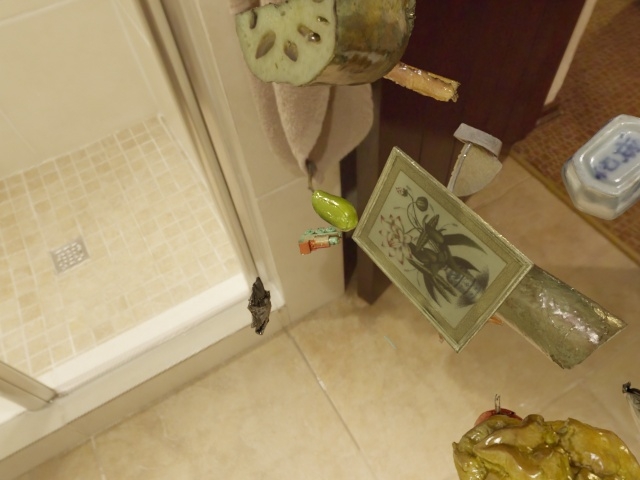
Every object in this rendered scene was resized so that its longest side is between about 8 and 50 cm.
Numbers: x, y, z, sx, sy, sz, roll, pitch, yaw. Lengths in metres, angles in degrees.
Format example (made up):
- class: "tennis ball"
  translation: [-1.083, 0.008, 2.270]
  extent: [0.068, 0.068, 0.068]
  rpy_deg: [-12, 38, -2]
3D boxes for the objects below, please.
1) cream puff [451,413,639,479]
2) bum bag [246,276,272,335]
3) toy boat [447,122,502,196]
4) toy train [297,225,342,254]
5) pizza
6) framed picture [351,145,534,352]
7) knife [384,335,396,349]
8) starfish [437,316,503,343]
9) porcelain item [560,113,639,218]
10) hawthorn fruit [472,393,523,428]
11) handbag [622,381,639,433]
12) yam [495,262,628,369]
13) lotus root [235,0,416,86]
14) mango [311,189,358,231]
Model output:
- class: "cream puff"
  translation: [0.418, 0.451, 0.895]
  extent: [0.257, 0.324, 0.291]
  rpy_deg: [38, 79, 1]
- class: "bum bag"
  translation: [-0.201, 0.223, 1.554]
  extent: [0.060, 0.248, 0.123]
  rpy_deg: [14, 59, 7]
- class: "toy boat"
  translation: [0.644, -0.329, 1.933]
  extent: [0.276, 0.293, 0.111]
  rpy_deg: [-1, 16, -26]
- class: "toy train"
  translation: [0.000, 0.000, 1.928]
  extent: [0.176, 0.074, 0.118]
  rpy_deg: [-5, 31, 12]
- class: "pizza"
  translation: [0.279, -0.568, 1.590]
  extent: [0.392, 0.080, 0.435]
  rpy_deg: [23, 19, 5]
- class: "framed picture"
  translation: [0.139, 0.011, 0.602]
  extent: [0.010, 0.173, 0.231]
  rpy_deg: [-16, 51, -37]
- class: "knife"
  translation: [0.232, 0.339, 1.537]
  extent: [0.005, 0.014, 0.091]
  rpy_deg: [-33, 19, -5]
- class: "starfish"
  translation: [0.385, 0.186, 1.406]
  extent: [0.084, 0.302, 0.293]
  rpy_deg: [-41, 104, -45]
- class: "porcelain item"
  translation: [0.713, -0.172, 1.122]
  extent: [0.242, 0.405, 0.178]
  rpy_deg: [-47, 65, 21]
- class: "hawthorn fruit"
  translation: [0.558, 0.610, 1.416]
  extent: [0.212, 0.211, 0.298]
  rpy_deg: [-16, 96, -6]
- class: "handbag"
  translation: [0.837, 0.508, 1.097]
  extent: [0.075, 0.191, 0.332]
  rpy_deg: [-24, 81, 5]
- class: "yam"
  translation: [0.531, 0.170, 1.079]
  extent: [0.168, 0.167, 0.304]
  rpy_deg: [-27, 39, -13]
- class: "lotus root"
  translation: [0.034, -0.349, 0.811]
  extent: [0.260, 0.149, 0.267]
  rpy_deg: [-21, 26, -37]
- class: "mango"
  translation: [0.043, -0.092, 1.373]
  extent: [0.165, 0.091, 0.074]
  rpy_deg: [41, 24, 17]
